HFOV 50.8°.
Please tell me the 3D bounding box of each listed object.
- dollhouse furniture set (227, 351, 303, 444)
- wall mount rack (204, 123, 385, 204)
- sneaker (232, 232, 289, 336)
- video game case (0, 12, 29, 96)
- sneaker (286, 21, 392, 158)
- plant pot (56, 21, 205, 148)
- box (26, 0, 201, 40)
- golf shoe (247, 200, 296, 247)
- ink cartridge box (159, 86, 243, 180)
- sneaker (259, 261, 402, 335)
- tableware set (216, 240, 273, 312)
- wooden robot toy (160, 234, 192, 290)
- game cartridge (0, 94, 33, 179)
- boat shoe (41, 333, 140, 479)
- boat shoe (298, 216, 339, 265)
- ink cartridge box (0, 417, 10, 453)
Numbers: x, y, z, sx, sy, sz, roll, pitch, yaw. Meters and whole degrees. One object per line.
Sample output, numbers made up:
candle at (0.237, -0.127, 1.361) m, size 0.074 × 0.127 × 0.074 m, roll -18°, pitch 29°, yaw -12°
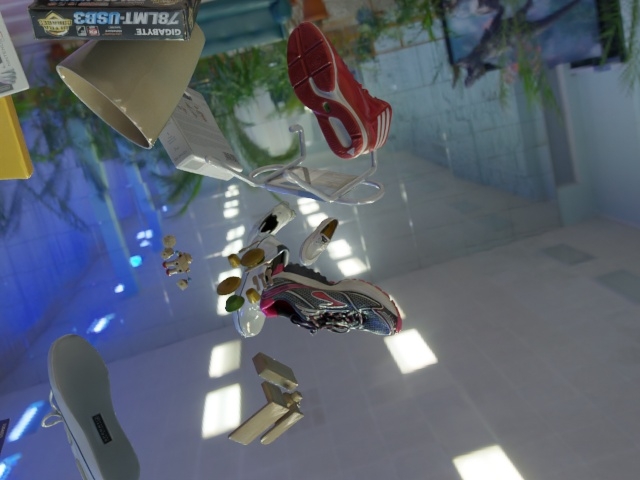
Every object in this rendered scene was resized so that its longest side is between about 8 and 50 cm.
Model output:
dollhouse furniture set at (-0.125, 0.345, 1.442) m, size 0.123 × 0.144 × 0.151 m, roll -42°, pitch -136°, yaw 11°
wall mount rack at (-0.050, -0.150, 1.399) m, size 0.350 × 0.131 × 0.304 m, roll 13°, pitch -148°, yaw 35°
sneaker at (-0.135, 0.114, 1.533) m, size 0.094 × 0.258 × 0.091 m, roll -5°, pitch -154°, yaw -40°
video game case at (-0.583, -0.292, 1.057) m, size 0.190 × 0.173 × 0.022 m, roll -26°, pitch -142°, yaw -23°
sneaker at (0.034, -0.233, 1.055) m, size 0.087 × 0.221 × 0.128 m, roll -22°, pitch 177°, yaw 36°
plant pot at (-0.392, -0.391, 1.502) m, size 0.274 × 0.256 × 0.256 m, roll -52°, pitch -155°, yaw -14°
box at (-0.394, -0.490, 1.354) m, size 0.295 × 0.073 × 0.293 m, roll -2°, pitch -139°, yaw -2°
golf shoe at (-0.141, -0.027, 1.675) m, size 0.176 × 0.069 × 0.086 m, roll -48°, pitch 173°, yaw 31°
ink cartridge box at (-0.344, -0.296, 1.775) m, size 0.066 × 0.261 × 0.296 m, roll -32°, pitch 170°, yaw 14°
sneaker at (0.021, 0.144, 1.368) m, size 0.299 × 0.121 × 0.112 m, roll 12°, pitch -134°, yaw 21°
tableware set at (-0.133, 0.065, 1.175) m, size 0.104 × 0.024 × 0.154 m, roll -27°, pitch -146°, yaw 0°
wooden robot toy at (-0.420, 0.056, 1.999) m, size 0.076 × 0.173 × 0.079 m, roll -10°, pitch -158°, yaw 27°
game cartridge at (-0.852, -0.263, 1.527) m, size 0.323 × 0.285 × 0.053 m, roll -4°, pitch -145°, yaw -4°
boat shoe at (-0.527, 0.397, 1.492) m, size 0.156 × 0.367 × 0.136 m, roll -33°, pitch 170°, yaw 34°
boat shoe at (0.000, 0.000, 1.145) m, size 0.100 × 0.035 × 0.035 m, roll -53°, pitch -162°, yaw -24°
ink cartridge box at (-0.990, 0.585, 1.842) m, size 0.223 × 0.045 × 0.223 m, roll -11°, pitch -142°, yaw -1°
